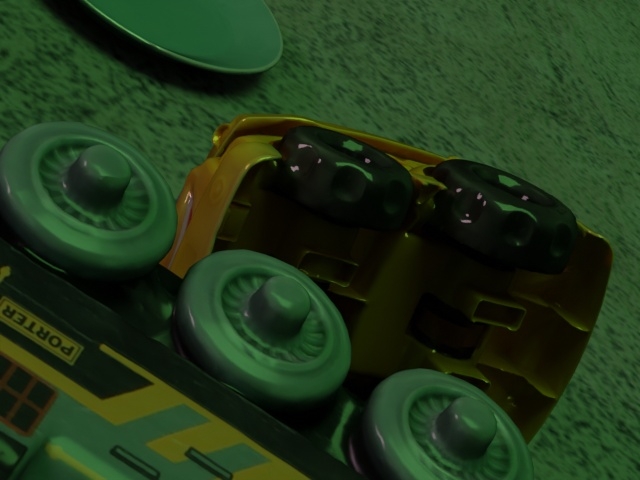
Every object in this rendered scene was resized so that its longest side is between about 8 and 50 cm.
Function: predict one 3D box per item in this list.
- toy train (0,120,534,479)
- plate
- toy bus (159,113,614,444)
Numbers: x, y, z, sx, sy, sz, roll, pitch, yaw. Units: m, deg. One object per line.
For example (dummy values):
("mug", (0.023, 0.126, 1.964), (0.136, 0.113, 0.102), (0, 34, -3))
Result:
("toy train", (-0.061, 0.094, 0.738), (0.334, 0.142, 0.190), (35, 38, -4))
("plate", (-0.109, -0.158, 1.207), (0.188, 0.024, 0.188), (27, 27, -15))
("toy bus", (0.000, 0.000, 0.959), (0.220, 0.149, 0.211), (13, 21, -33))
